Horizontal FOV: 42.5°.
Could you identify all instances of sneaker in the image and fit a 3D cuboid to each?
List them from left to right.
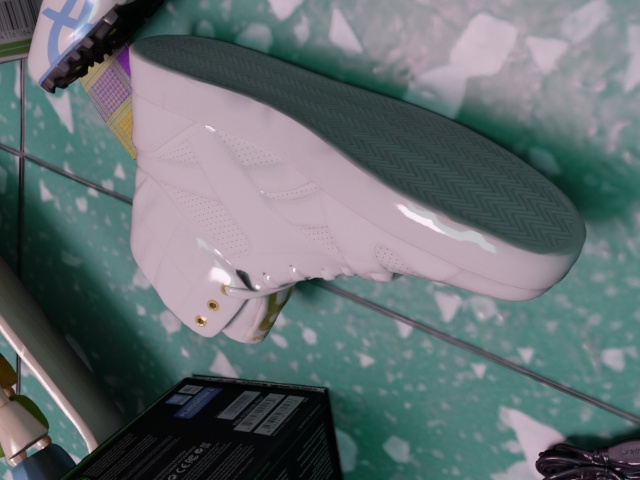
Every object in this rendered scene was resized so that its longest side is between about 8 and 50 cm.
[{"bbox_3d":[-0.120,-0.192,0.481,0.086,0.085,0.237,35,117,-3],"label":"sneaker"},{"bbox_3d":[0.000,0.000,0.491,0.292,0.108,0.169,28,123,28],"label":"sneaker"}]

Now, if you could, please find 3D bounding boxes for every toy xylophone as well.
[{"bbox_3d":[-0.260,0.080,0.613,0.081,0.236,0.323,-38,80,-6],"label":"toy xylophone"}]

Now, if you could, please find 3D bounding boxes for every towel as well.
[{"bbox_3d":[-0.134,-0.101,0.574,0.060,0.009,0.083,-37,89,35],"label":"towel"}]

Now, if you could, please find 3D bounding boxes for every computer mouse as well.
[{"bbox_3d":[0.210,0.202,0.490,0.106,0.042,0.193,-20,94,29],"label":"computer mouse"}]

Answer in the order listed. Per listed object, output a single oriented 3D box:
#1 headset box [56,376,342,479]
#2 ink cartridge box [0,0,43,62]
[{"bbox_3d":[-0.080,0.277,0.558,0.131,0.246,0.283,0,111,28],"label":"headset box"},{"bbox_3d":[-0.276,-0.144,0.575,0.209,0.109,0.062,-3,108,31],"label":"ink cartridge box"}]
